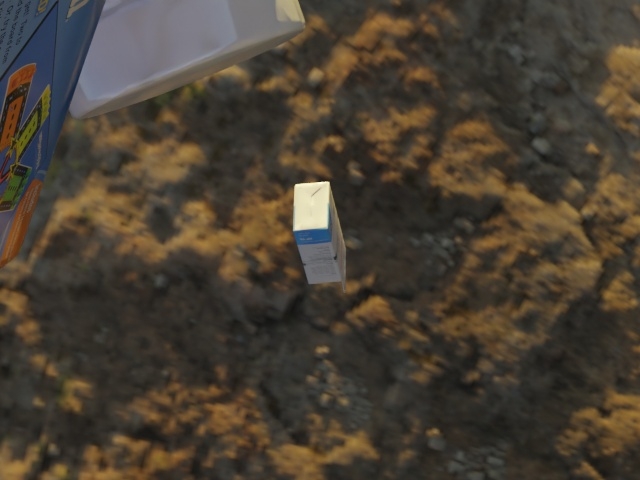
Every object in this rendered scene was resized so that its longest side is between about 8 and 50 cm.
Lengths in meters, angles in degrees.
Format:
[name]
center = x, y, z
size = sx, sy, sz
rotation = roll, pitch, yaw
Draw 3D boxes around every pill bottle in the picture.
[pill bottle]
center = -0.120, -0.218, 0.848
size = 0.160, 0.160, 0.283
rotation = -20, 95, 23

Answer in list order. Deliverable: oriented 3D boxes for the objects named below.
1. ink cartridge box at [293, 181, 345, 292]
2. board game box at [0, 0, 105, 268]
[ink cartridge box]
center = 0.000, 0.000, 1.253
size = 0.028, 0.083, 0.048
rotation = -5, 50, 9
[board game box]
center = -0.129, -0.044, 0.542
size = 0.027, 0.145, 0.281
rotation = 40, 139, 9
